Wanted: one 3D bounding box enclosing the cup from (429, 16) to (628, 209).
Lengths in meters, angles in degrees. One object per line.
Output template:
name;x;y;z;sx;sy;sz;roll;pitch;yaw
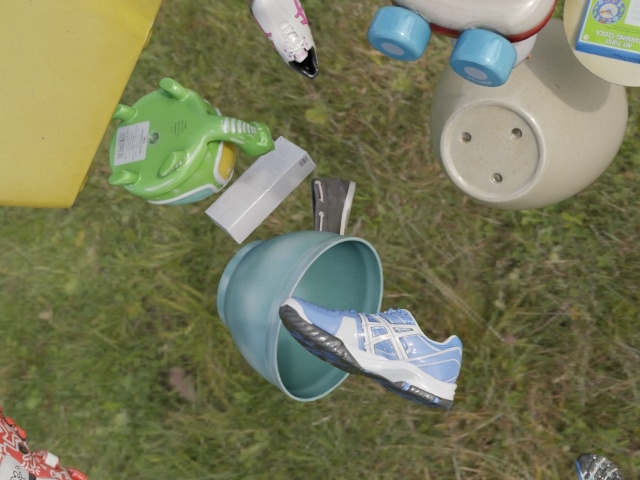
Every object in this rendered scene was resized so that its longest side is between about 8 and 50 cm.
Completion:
cup;0.313;-0.180;1.529;0.331;0.237;0.331;11;117;22

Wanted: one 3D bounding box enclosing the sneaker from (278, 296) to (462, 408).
sneaker;0.055;0.107;1.019;0.211;0.080;0.081;25;76;-4

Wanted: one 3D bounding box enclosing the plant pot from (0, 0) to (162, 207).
plant pot;-0.203;-0.143;0.577;0.212;0.187;0.212;-58;18;32

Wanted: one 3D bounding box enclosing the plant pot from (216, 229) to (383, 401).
plant pot;-0.055;0.107;1.634;0.196;0.293;0.292;20;98;33

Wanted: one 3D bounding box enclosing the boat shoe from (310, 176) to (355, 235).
boat shoe;0.000;0.000;1.893;0.112;0.096;0.335;100;-178;-48

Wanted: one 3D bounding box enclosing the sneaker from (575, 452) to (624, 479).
sneaker;0.401;0.374;1.340;0.162;0.063;0.073;60;154;-10

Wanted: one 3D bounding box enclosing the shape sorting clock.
shape sorting clock;0.441;-0.314;1.294;0.206;0.040;0.206;-1;86;17

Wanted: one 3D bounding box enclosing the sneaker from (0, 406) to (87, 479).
sneaker;-0.239;0.145;0.640;0.090;0.145;0.270;-34;64;19

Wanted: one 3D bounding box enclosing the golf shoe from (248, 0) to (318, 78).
golf shoe;-0.043;-0.303;1.358;0.067;0.186;0.086;-36;65;4

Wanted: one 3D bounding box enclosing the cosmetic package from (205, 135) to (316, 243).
cosmetic package;-0.128;-0.110;2.027;0.239;0.060;0.099;-45;48;-8

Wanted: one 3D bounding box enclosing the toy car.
toy car;0.194;-0.287;1.189;0.210;0.238;0.219;20;81;18

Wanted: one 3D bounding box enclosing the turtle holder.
turtle holder;-0.273;-0.203;1.952;0.320;0.227;0.243;-37;58;15
